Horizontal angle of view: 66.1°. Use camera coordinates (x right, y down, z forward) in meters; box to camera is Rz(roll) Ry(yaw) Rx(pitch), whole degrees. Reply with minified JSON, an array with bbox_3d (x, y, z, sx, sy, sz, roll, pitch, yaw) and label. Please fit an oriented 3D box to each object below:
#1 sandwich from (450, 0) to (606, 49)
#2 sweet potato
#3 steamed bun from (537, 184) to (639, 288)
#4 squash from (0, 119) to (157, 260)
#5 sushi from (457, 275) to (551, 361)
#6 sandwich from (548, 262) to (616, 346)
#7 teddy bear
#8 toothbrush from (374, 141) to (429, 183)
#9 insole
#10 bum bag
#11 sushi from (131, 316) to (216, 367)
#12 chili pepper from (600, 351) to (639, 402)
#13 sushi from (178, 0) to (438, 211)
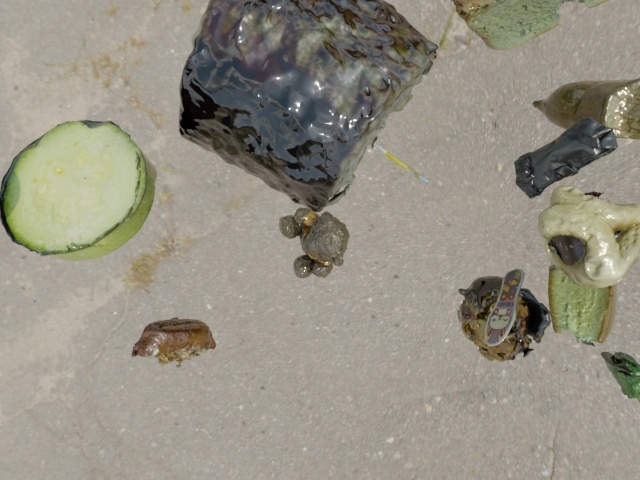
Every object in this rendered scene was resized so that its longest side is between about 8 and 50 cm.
[{"bbox_3d":[0.366,-0.419,0.778,0.273,0.249,0.095,-21,81,34],"label":"sandwich"},{"bbox_3d":[0.720,-0.349,1.287,0.158,0.369,0.157,-5,110,-15],"label":"sweet potato"},{"bbox_3d":[0.458,-0.021,0.857,0.155,0.141,0.172,38,82,-2],"label":"steamed bun"},{"bbox_3d":[-0.338,-0.057,0.722,0.220,0.133,0.220,-5,62,9],"label":"squash"},{"bbox_3d":[0.439,0.197,1.230,0.200,0.204,0.213,34,134,47],"label":"sushi"},{"bbox_3d":[0.523,0.102,0.976,0.122,0.236,0.128,-3,103,30],"label":"sandwich"},{"bbox_3d":[0.000,0.000,1.166,0.140,0.190,0.177,-20,98,-22],"label":"teddy bear"},{"bbox_3d":[0.225,-0.265,1.566,0.288,0.021,0.024,39,66,14],"label":"toothbrush"},{"bbox_3d":[0.402,0.142,1.068,0.065,0.004,0.197,-9,47,55],"label":"insole"},{"bbox_3d":[0.465,-0.162,0.956,0.198,0.049,0.087,-35,71,37],"label":"bum bag"},{"bbox_3d":[-0.192,0.138,0.659,0.061,0.118,0.060,26,107,61],"label":"sushi"},{"bbox_3d":[0.727,0.318,1.156,0.065,0.279,0.122,-31,42,19],"label":"chili pepper"},{"bbox_3d":[-0.033,-0.221,0.718,0.294,0.281,0.299,33,85,-4],"label":"sushi"}]
